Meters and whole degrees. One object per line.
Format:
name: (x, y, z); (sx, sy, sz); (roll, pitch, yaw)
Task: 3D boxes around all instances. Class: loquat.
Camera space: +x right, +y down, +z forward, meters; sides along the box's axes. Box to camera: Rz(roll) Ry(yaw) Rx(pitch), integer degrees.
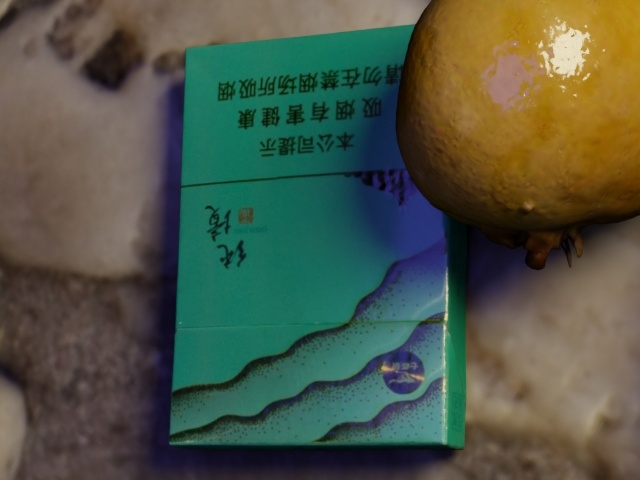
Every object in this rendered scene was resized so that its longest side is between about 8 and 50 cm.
loquat: (0.109, -0.068, 0.766); (0.137, 0.163, 0.163); (11, 84, 42)

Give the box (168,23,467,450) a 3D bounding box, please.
box: (0.000, 0.000, 0.858); (0.161, 0.042, 0.226); (-3, 78, 24)
